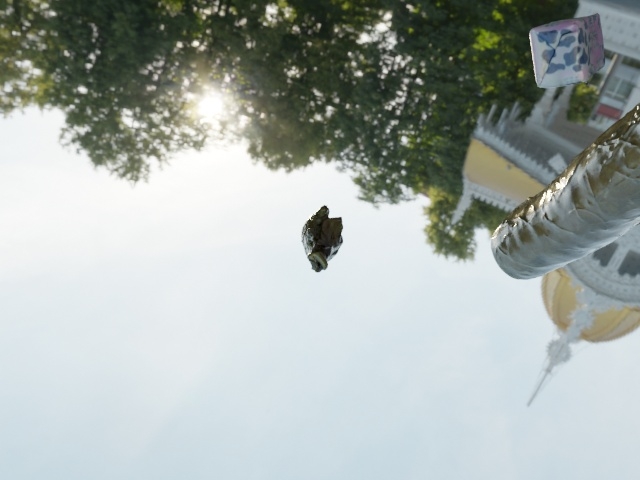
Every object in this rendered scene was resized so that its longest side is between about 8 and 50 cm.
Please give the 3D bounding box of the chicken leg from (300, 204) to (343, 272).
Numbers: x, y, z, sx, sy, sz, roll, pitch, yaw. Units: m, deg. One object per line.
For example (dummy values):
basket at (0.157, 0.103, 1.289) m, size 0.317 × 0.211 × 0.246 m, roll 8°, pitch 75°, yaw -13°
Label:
chicken leg at (0.000, 0.000, 0.922) m, size 0.070 × 0.093 × 0.178 m, roll 9°, pitch -161°, yaw 2°

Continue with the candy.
candy at (0.366, -0.279, 0.887) m, size 0.073 × 0.092 × 0.160 m, roll -1°, pitch -160°, yaw 36°

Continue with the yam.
yam at (0.189, -0.043, 0.356) m, size 0.066 × 0.299 × 0.066 m, roll 3°, pitch -109°, yaw -8°
